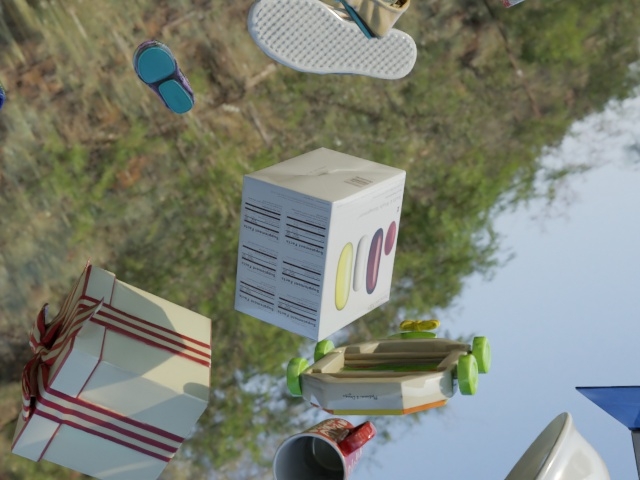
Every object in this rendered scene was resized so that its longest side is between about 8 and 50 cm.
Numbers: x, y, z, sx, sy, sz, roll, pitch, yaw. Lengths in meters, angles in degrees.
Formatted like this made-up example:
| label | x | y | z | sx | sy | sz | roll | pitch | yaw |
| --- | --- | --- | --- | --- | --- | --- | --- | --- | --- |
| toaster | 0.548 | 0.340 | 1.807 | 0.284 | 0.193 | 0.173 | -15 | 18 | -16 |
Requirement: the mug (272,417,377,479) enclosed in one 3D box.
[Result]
| label | x | y | z | sx | sy | sz | roll | pitch | yaw |
| --- | --- | --- | --- | --- | --- | --- | --- | --- | --- |
| mug | 0.022 | 0.333 | 1.535 | 0.150 | 0.113 | 0.169 | -6 | 179 | 14 |

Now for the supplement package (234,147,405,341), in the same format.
| label | x | y | z | sx | sy | sz | roll | pitch | yaw |
| --- | --- | --- | --- | --- | --- | --- | --- | --- | --- |
| supplement package | 0.000 | 0.000 | 1.397 | 0.149 | 0.203 | 0.194 | 19 | -154 | 29 |

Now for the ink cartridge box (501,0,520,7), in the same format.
| label | x | y | z | sx | sy | sz | roll | pitch | yaw |
| --- | --- | --- | --- | --- | --- | --- | --- | --- | --- |
| ink cartridge box | 0.313 | -0.390 | 1.294 | 0.172 | 0.100 | 0.237 | -27 | -172 | 6 |

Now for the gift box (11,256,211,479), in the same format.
| label | x | y | z | sx | sy | sz | roll | pitch | yaw |
| --- | --- | --- | --- | --- | --- | --- | --- | --- | --- |
| gift box | -0.325 | 0.193 | 1.563 | 0.276 | 0.258 | 0.255 | -59 | -160 | 20 |

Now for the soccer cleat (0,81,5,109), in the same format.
| label | x | y | z | sx | sy | sz | roll | pitch | yaw |
| --- | --- | --- | --- | --- | --- | --- | --- | --- | --- |
| soccer cleat | -0.601 | -0.145 | 1.602 | 0.093 | 0.121 | 0.289 | 22 | 102 | -54 |

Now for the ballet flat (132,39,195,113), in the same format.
| label | x | y | z | sx | sy | sz | roll | pitch | yaw |
| --- | --- | --- | --- | --- | --- | --- | --- | --- | --- |
| ballet flat | -0.291 | -0.314 | 1.829 | 0.077 | 0.079 | 0.221 | -23 | 154 | 5 |

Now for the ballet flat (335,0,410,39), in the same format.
| label | x | y | z | sx | sy | sz | roll | pitch | yaw |
| --- | --- | --- | --- | --- | --- | --- | --- | --- | --- |
| ballet flat | 0.033 | -0.282 | 1.049 | 0.073 | 0.080 | 0.232 | -37 | 162 | 13 |

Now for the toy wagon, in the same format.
| label | x | y | z | sx | sy | sz | roll | pitch | yaw |
| --- | --- | --- | --- | --- | --- | --- | --- | --- | --- |
| toy wagon | 0.116 | 0.183 | 1.494 | 0.267 | 0.068 | 0.344 | -3 | -174 | 19 |

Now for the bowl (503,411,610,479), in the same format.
| label | x | y | z | sx | sy | sz | roll | pitch | yaw |
| --- | --- | --- | --- | --- | --- | --- | --- | --- | --- |
| bowl | 0.277 | 0.370 | 1.251 | 0.298 | 0.134 | 0.298 | -52 | 169 | -14 |

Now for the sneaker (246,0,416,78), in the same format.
| label | x | y | z | sx | sy | sz | roll | pitch | yaw |
| --- | --- | --- | --- | --- | --- | --- | --- | --- | --- |
| sneaker | 0.002 | -0.351 | 1.739 | 0.321 | 0.126 | 0.127 | 11 | -166 | -30 |

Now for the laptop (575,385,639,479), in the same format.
| label | x | y | z | sx | sy | sz | roll | pitch | yaw |
| --- | --- | --- | --- | --- | --- | --- | --- | --- | --- |
| laptop | 0.715 | 0.428 | 1.812 | 0.382 | 0.407 | 0.236 | -7 | -175 | 40 |
